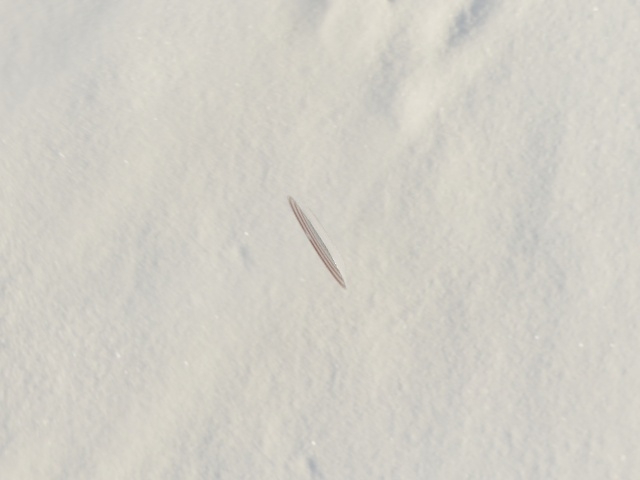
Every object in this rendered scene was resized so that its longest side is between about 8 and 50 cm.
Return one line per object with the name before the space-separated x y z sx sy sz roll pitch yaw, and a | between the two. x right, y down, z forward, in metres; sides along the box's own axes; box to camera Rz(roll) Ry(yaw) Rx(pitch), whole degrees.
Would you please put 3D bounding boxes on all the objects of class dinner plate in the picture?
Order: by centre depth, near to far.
dinner plate | 0.000 0.000 1.178 0.017 0.141 0.141 -31 113 -5
